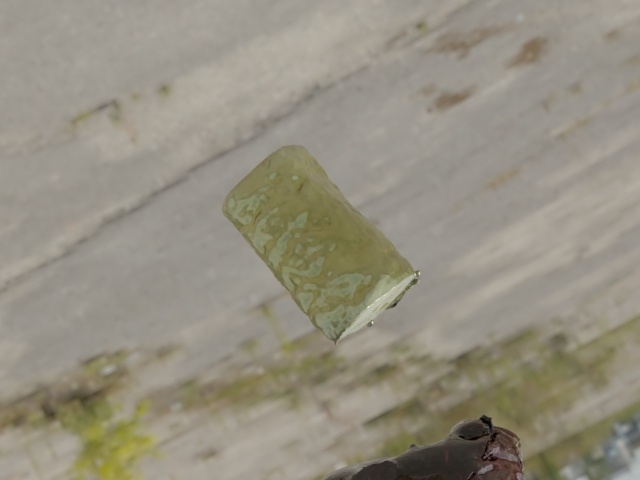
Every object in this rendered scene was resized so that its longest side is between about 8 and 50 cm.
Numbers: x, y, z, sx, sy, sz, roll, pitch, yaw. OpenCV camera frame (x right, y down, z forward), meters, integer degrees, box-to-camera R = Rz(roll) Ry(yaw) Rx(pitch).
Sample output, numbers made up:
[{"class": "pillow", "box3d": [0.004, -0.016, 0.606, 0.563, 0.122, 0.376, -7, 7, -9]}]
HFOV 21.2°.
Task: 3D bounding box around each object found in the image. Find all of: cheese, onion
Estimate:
[{"class": "cheese", "box3d": [0.000, 0.000, 1.520, 0.094, 0.167, 0.123, -44, 171, 28]}, {"class": "onion", "box3d": [0.088, 0.313, 1.732, 0.281, 0.281, 0.221, -31, 129, 20]}]
